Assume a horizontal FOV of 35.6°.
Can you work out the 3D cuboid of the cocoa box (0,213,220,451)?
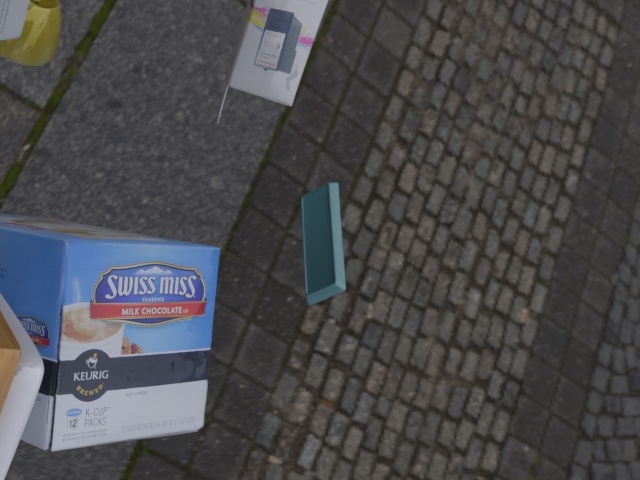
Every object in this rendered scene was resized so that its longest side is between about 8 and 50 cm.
[{"bbox_3d":[-0.325,0.092,1.210,0.231,0.347,0.228,4,94,-49],"label":"cocoa box"}]

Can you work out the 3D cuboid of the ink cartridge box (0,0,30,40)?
[{"bbox_3d":[-0.432,-0.288,0.946,0.306,0.226,0.131,-14,71,-33],"label":"ink cartridge box"}]

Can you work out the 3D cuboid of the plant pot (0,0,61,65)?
[{"bbox_3d":[-0.471,-0.362,1.601,0.134,0.095,0.134,25,39,-23],"label":"plant pot"}]

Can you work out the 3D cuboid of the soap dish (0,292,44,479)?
[{"bbox_3d":[-0.382,0.148,0.960,0.118,0.291,0.229,18,98,-33],"label":"soap dish"}]

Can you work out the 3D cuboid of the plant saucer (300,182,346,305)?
[{"bbox_3d":[0.000,0.000,1.442,0.018,0.067,0.192,35,40,-43],"label":"plant saucer"}]

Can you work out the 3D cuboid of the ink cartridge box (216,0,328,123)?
[{"bbox_3d":[-0.070,-0.370,1.688,0.119,0.354,0.207,16,28,-10],"label":"ink cartridge box"}]
